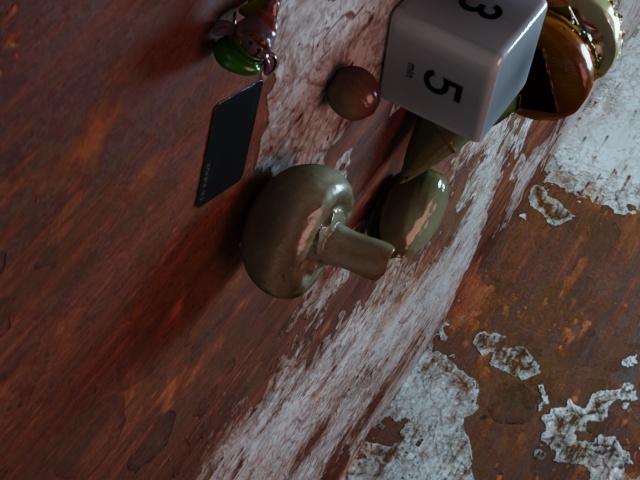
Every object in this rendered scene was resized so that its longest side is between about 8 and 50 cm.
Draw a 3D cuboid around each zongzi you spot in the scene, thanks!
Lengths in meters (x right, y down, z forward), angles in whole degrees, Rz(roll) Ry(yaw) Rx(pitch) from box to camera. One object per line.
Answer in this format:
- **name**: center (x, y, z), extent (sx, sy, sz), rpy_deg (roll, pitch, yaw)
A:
- **zongzi**: center (0.250, -0.282, 1.931), extent (0.317, 0.154, 0.289), rpy_deg (-45, 149, -28)

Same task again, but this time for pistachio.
- **pistachio**: center (0.173, -0.053, 2.057), extent (0.206, 0.131, 0.129), rpy_deg (-59, -171, -14)

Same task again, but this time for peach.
- **peach**: center (0.051, -0.218, 1.563), extent (0.083, 0.083, 0.083), rpy_deg (-52, 160, -28)

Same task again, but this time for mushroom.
- **mushroom**: center (0.000, 0.000, 1.518), extent (0.207, 0.215, 0.207), rpy_deg (23, 90, -79)

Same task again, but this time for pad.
- **pad**: center (-0.117, -0.123, 1.351), extent (0.112, 0.003, 0.157), rpy_deg (-40, 152, -50)

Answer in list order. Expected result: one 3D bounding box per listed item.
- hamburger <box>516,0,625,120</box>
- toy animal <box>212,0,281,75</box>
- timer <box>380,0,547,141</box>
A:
- **hamburger**: center (0.459, -0.394, 2.123), extent (0.225, 0.291, 0.291), rpy_deg (-53, 161, -31)
- **toy animal**: center (-0.057, -0.287, 1.160), extent (0.103, 0.100, 0.208), rpy_deg (-111, -147, -58)
- **timer**: center (0.232, -0.312, 1.731), extent (0.192, 0.195, 0.194), rpy_deg (-50, 160, -34)
